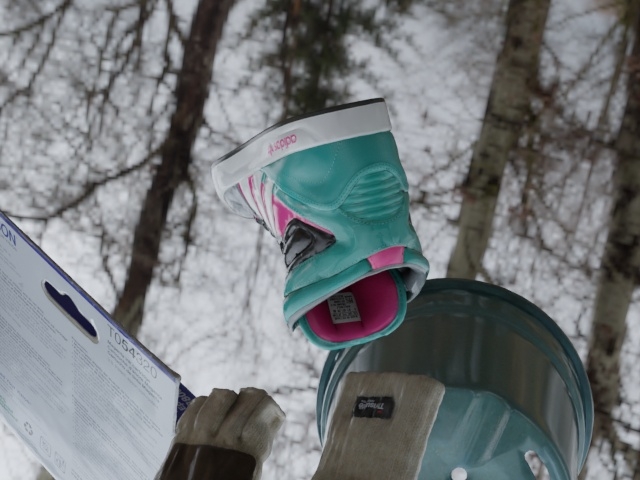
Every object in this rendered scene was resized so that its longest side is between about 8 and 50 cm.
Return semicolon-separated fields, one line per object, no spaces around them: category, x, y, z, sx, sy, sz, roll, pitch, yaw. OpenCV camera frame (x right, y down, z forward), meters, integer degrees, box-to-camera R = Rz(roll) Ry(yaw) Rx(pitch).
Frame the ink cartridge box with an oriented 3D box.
ink cartridge box;-0.230;0.145;1.215;0.071;0.330;0.324;-27;-127;-37

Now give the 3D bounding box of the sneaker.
sneaker;0.000;0.000;0.981;0.124;0.178;0.295;-13;178;-18

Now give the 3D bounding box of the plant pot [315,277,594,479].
plant pot;0.142;0.238;1.314;0.341;0.341;0.334;12;-170;5

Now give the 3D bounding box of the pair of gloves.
pair of gloves;-0.036;0.175;0.683;0.240;0.204;0.042;-13;139;45
